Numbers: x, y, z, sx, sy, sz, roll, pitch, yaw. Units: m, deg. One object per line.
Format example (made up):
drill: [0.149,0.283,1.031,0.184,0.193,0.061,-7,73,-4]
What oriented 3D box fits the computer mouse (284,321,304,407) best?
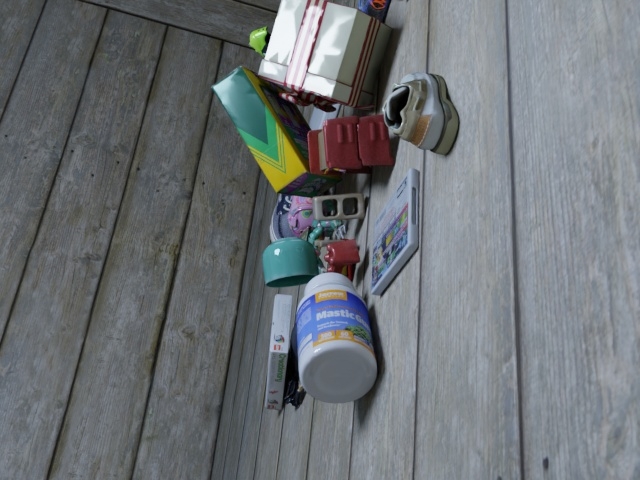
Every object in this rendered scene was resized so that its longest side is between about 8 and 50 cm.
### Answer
computer mouse: [-0.060,0.313,2.080,0.184,0.060,0.262,-93,20,-56]

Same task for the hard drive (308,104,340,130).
hard drive: [0.031,-0.469,2.539,0.233,0.047,0.353,-99,26,-61]

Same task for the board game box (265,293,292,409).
board game box: [-0.119,0.321,2.223,0.305,0.053,0.193,98,177,-49]

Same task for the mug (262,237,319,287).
mug: [-0.074,0.052,1.844,0.158,0.129,0.097,127,136,-72]

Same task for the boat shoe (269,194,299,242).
boat shoe: [-0.086,-0.125,2.505,0.158,0.127,0.341,104,172,-47]

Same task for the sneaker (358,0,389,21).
sneaker: [0.161,-0.680,2.088,0.087,0.083,0.221,-146,67,-72]

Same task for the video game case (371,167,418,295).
video game case: [0.148,-0.014,1.556,0.201,0.023,0.183,121,159,-54]

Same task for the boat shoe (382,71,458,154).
boat shoe: [0.176,-0.259,1.488,0.302,0.103,0.113,-102,28,-64]

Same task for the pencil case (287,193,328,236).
pencil case: [-0.039,-0.130,2.318,0.284,0.124,0.124,-93,20,-51]

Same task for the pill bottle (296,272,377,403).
pill bottle: [0.027,0.184,1.584,0.272,0.152,0.152,-96,23,-57]

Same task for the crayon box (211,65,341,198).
crayon box: [-0.103,-0.270,2.050,0.106,0.313,0.363,-32,-8,14]

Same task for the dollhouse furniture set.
dollhouse furniture set: [0.073,-0.088,1.789,0.201,0.152,0.374,-172,78,-78]

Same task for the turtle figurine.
turtle figurine: [0.000,0.000,2.033,0.234,0.118,0.175,-85,13,-57]

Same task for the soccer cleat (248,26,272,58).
soccer cleat: [-0.112,-0.489,2.046,0.072,0.179,0.060,-17,55,32]

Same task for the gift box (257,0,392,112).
gift box: [0.022,-0.454,1.970,0.255,0.276,0.258,0,-69,-57]
